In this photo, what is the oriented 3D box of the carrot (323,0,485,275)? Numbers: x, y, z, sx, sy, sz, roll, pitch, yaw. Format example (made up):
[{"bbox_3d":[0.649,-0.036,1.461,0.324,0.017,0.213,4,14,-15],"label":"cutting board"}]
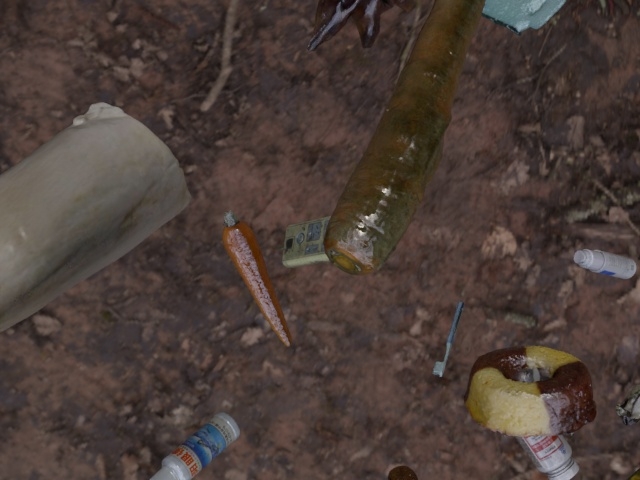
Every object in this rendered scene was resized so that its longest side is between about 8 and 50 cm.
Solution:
[{"bbox_3d":[0.091,-0.120,0.769,0.070,0.342,0.070,21,158,9],"label":"carrot"}]

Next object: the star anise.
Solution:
[{"bbox_3d":[0.060,-0.391,1.246,0.102,0.272,0.272,29,132,48],"label":"star anise"}]

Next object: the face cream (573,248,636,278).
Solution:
[{"bbox_3d":[0.418,0.033,1.275,0.130,0.034,0.034,11,133,-40],"label":"face cream"}]

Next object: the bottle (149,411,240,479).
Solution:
[{"bbox_3d":[-0.228,0.376,1.461,0.060,0.217,0.060,27,135,30],"label":"bottle"}]

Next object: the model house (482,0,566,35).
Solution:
[{"bbox_3d":[0.274,-0.402,1.270,0.148,0.149,0.119,10,133,-36],"label":"model house"}]

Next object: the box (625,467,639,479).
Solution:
[{"bbox_3d":[0.444,0.353,1.108,0.121,0.193,0.030,-42,100,2],"label":"box"}]

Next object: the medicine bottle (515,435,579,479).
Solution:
[{"bbox_3d":[0.439,0.401,1.687,0.079,0.079,0.140,-35,89,30],"label":"medicine bottle"}]

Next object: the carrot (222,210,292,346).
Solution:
[{"bbox_3d":[-0.132,0.087,1.802,0.069,0.069,0.336,-13,111,24],"label":"carrot"}]

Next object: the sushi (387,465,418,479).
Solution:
[{"bbox_3d":[0.141,0.421,1.450,0.061,0.118,0.060,0,107,8],"label":"sushi"}]

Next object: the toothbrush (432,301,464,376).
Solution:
[{"bbox_3d":[0.248,0.186,1.656,0.019,0.219,0.016,10,126,17],"label":"toothbrush"}]

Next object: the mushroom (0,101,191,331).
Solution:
[{"bbox_3d":[-0.283,-0.018,0.914,0.137,0.407,0.154,24,127,16],"label":"mushroom"}]

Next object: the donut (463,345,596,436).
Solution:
[{"bbox_3d":[0.294,0.205,1.206,0.184,0.166,0.073,-1,113,4],"label":"donut"}]

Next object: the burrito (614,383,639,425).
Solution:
[{"bbox_3d":[0.505,0.201,1.180,0.229,0.058,0.063,-26,151,36],"label":"burrito"}]

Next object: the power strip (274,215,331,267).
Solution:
[{"bbox_3d":[0.000,0.000,1.719,0.034,0.092,0.268,22,157,-40],"label":"power strip"}]
